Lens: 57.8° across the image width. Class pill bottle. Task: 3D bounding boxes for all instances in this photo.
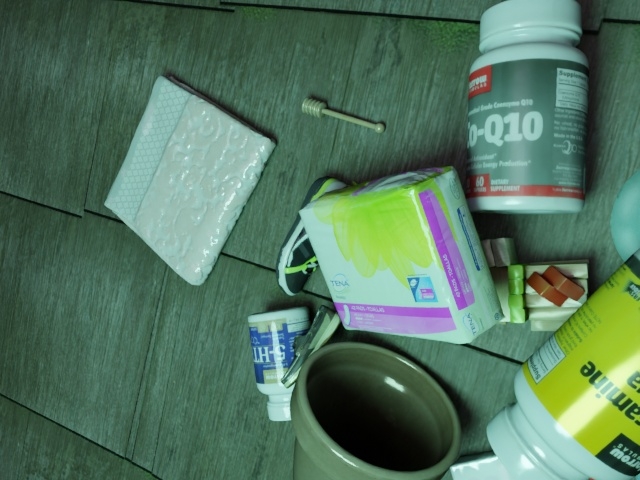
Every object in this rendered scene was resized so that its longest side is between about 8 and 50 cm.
[{"bbox_3d":[0.378,0.181,0.743,0.188,0.188,0.334,44,111,21],"label":"pill bottle"},{"bbox_3d":[-0.063,0.217,1.032,0.112,0.112,0.186,-11,85,27],"label":"pill bottle"},{"bbox_3d":[0.291,-0.181,0.823,0.161,0.161,0.283,1,90,27],"label":"pill bottle"}]

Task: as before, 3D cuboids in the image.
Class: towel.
[{"bbox_3d":[-0.280,-0.128,1.181,0.317,0.053,0.331,36,106,23],"label":"towel"}]

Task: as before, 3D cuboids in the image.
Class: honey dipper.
[{"bbox_3d":[0.041,-0.220,1.028,0.161,0.030,0.030,22,100,24],"label":"honey dipper"}]

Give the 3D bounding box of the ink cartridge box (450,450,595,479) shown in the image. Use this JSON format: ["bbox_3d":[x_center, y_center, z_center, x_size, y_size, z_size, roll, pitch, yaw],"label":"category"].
[{"bbox_3d":[0.334,0.398,0.860,0.232,0.066,0.189,-23,80,29],"label":"ink cartridge box"}]

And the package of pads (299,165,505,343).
[{"bbox_3d":[0.102,0.021,0.853,0.297,0.101,0.229,-8,105,58],"label":"package of pads"}]

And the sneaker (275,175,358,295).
[{"bbox_3d":[0.000,0.000,1.016,0.097,0.084,0.234,26,101,24],"label":"sneaker"}]

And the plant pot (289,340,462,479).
[{"bbox_3d":[0.059,0.331,0.915,0.263,0.263,0.229,33,121,24],"label":"plant pot"}]

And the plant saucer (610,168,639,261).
[{"bbox_3d":[0.501,-0.026,0.785,0.195,0.037,0.194,0,90,26],"label":"plant saucer"}]

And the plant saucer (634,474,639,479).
[{"bbox_3d":[0.568,0.294,0.722,0.318,0.044,0.317,-3,82,24],"label":"plant saucer"}]

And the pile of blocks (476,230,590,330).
[{"bbox_3d":[0.231,0.045,0.881,0.362,0.113,0.148,24,100,26],"label":"pile of blocks"}]

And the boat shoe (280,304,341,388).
[{"bbox_3d":[-0.023,0.176,0.970,0.049,0.056,0.152,36,70,6],"label":"boat shoe"}]
